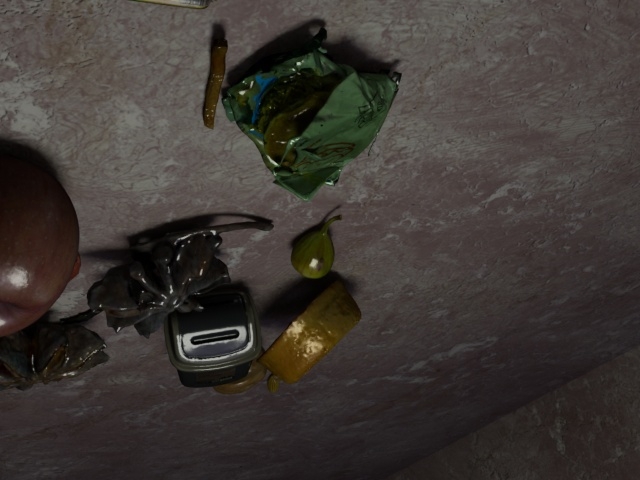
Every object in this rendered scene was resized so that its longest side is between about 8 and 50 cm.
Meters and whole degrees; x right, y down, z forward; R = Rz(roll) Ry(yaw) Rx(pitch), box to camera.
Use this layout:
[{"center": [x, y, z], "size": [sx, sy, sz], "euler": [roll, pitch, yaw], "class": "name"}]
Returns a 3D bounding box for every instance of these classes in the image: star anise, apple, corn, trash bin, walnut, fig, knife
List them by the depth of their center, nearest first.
[{"center": [-0.523, 0.015, 1.240], "size": [0.305, 0.235, 0.306], "euler": [-13, 151, -7], "class": "apple"}, {"center": [-0.296, 0.068, 1.568], "size": [0.359, 0.139, 0.316], "euler": [-10, 151, -40], "class": "star anise"}, {"center": [0.009, 0.006, 1.650], "size": [0.093, 0.093, 0.166], "euler": [19, 117, -46], "class": "fig"}, {"center": [-0.465, 0.140, 1.708], "size": [0.222, 0.021, 0.045], "euler": [-27, 146, 21], "class": "knife"}, {"center": [-0.622, 0.253, 1.725], "size": [0.331, 0.118, 0.332], "euler": [-17, 160, -6], "class": "star anise"}, {"center": [-0.246, 0.226, 1.809], "size": [0.209, 0.182, 0.290], "euler": [-9, 156, -12], "class": "trash bin"}, {"center": [-0.215, 0.317, 2.015], "size": [0.166, 0.149, 0.167], "euler": [-13, 126, -19], "class": "walnut"}, {"center": [-0.137, 0.419, 2.338], "size": [0.037, 0.037, 0.092], "euler": [-6, 151, -17], "class": "corn"}]

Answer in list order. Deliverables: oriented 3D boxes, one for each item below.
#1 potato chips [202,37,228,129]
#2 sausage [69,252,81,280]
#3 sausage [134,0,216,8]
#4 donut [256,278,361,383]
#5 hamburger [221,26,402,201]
[{"center": [-0.158, -0.235, 1.186], "size": [0.026, 0.037, 0.204], "euler": [4, 152, -13], "class": "potato chips"}, {"center": [-0.504, 0.057, 1.493], "size": [0.076, 0.076, 0.141], "euler": [14, 138, -42], "class": "sausage"}, {"center": [-0.257, -0.318, 0.991], "size": [0.269, 0.033, 0.033], "euler": [0, 148, -25], "class": "sausage"}, {"center": [-0.017, 0.221, 1.855], "size": [0.277, 0.108, 0.277], "euler": [-44, 173, -6], "class": "donut"}, {"center": [-0.011, -0.176, 1.239], "size": [0.276, 0.151, 0.260], "euler": [16, 137, -42], "class": "hamburger"}]
